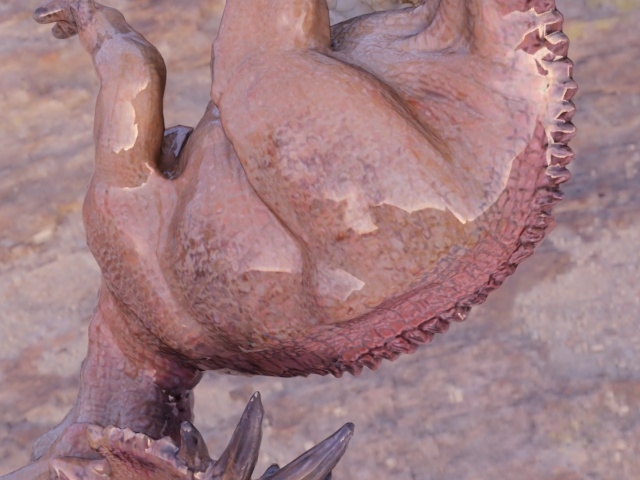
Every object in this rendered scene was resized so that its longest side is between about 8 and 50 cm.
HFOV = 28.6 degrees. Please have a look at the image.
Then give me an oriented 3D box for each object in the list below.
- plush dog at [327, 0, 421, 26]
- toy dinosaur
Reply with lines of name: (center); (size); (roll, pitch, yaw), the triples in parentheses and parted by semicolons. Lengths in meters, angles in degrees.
plush dog: (0.062, -0.176, 0.462); (0.211, 0.262, 0.225); (-34, 11, -38)
toy dinosaur: (0.000, 0.000, 0.382); (0.127, 0.296, 0.200); (5, 56, -41)
